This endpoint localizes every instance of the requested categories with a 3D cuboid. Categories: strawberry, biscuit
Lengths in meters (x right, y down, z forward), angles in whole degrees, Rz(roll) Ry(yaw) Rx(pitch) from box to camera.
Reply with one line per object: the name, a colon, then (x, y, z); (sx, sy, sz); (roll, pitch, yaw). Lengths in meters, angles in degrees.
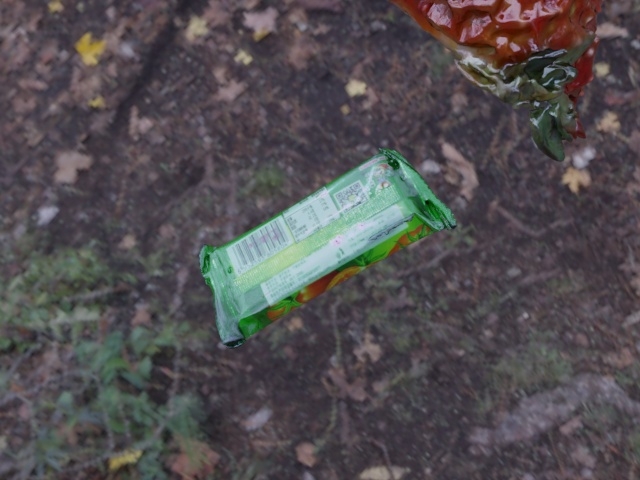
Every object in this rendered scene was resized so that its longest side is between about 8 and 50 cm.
strawberry: (0.093, -0.153, 0.661); (0.107, 0.175, 0.236); (-47, 49, 12)
biscuit: (0.000, 0.000, 0.418); (0.089, 0.016, 0.046); (-30, 48, 5)
